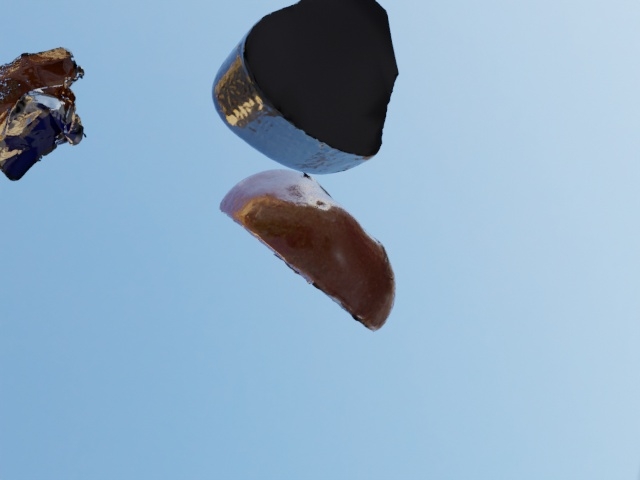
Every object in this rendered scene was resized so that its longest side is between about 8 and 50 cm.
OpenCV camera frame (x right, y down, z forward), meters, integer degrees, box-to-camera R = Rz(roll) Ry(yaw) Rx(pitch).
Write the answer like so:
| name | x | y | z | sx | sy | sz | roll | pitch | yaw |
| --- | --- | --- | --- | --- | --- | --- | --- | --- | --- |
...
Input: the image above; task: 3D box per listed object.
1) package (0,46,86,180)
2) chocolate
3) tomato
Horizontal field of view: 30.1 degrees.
| name | x | y | z | sx | sy | sz | roll | pitch | yaw |
| --- | --- | --- | --- | --- | --- | --- | --- | --- | --- |
| package | -0.181 | -0.081 | 0.751 | 0.077 | 0.110 | 0.033 | -38 | -46 | 4 |
| chocolate | -0.008 | -0.108 | 0.871 | 0.149 | 0.080 | 0.125 | -38 | -79 | -41 |
| tomato | 0.000 | 0.000 | 1.337 | 0.095 | 0.237 | 0.237 | -50 | -44 | -3 |
